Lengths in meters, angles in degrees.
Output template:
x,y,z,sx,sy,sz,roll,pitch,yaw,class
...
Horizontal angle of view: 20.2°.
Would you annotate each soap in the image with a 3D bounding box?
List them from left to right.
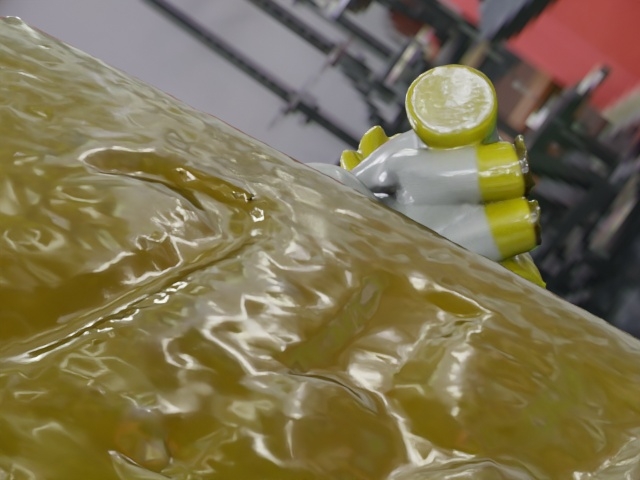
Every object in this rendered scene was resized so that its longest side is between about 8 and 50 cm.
x,y,z,sx,sy,sz,roll,pitch,yaw,class
-0.054,0.076,0.518,0.293,0.335,0.156,-32,-34,-57,soap

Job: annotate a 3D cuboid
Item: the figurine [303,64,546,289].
x,y,z,sx,sy,sz,roll,pitch,yaw,class
0.002,0.002,0.708,0.178,0.109,0.129,-24,16,-27,figurine
